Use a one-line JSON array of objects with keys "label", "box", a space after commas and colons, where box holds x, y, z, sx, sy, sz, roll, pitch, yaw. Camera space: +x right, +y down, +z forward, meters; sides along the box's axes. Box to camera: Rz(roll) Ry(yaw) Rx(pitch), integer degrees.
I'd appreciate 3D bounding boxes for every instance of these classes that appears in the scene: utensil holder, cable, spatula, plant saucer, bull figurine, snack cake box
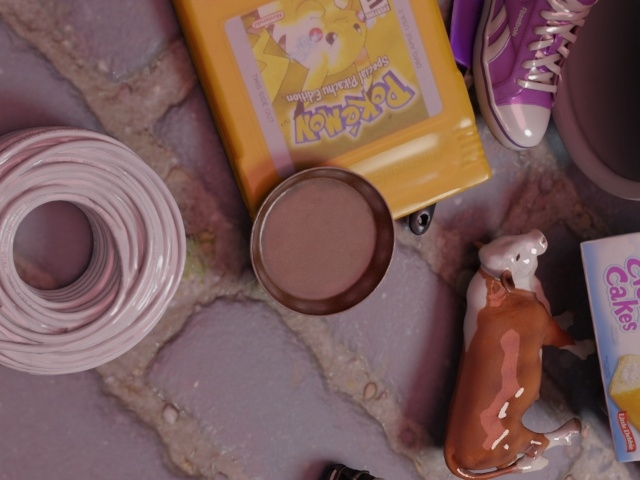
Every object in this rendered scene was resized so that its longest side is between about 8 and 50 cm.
[{"label": "utensil holder", "box": [0.515, -0.225, 1.605, 0.385, 0.327, 0.328, -6, 100, -27]}, {"label": "cable", "box": [-0.271, 0.011, 1.392, 0.257, 0.089, 0.257, 28, 84, -27]}, {"label": "spatula", "box": [0.156, -0.148, 1.602, 0.084, 0.030, 0.296, 18, 89, -29]}, {"label": "plant saucer", "box": [0.000, 0.000, 1.492, 0.168, 0.029, 0.168, -4, 102, -18]}, {"label": "bull figurine", "box": [0.236, 0.142, 1.641, 0.188, 0.101, 0.310, 16, 90, -28]}, {"label": "snack cake box", "box": [0.381, 0.124, 1.638, 0.089, 0.152, 0.264, -10, 87, 15]}]

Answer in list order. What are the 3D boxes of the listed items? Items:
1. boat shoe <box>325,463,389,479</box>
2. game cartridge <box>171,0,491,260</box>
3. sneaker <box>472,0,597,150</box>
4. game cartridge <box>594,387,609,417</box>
[{"label": "boat shoe", "box": [0.017, 0.380, 1.595, 0.084, 0.079, 0.233, 2, 103, -66]}, {"label": "game cartridge", "box": [0.020, -0.167, 1.505, 0.285, 0.052, 0.324, -23, 104, -13]}, {"label": "sneaker", "box": [0.261, -0.246, 1.546, 0.102, 0.161, 0.282, 1, 90, -34]}, {"label": "game cartridge", "box": [0.554, 0.262, 1.766, 0.230, 0.068, 0.355, -41, 102, 3]}]
